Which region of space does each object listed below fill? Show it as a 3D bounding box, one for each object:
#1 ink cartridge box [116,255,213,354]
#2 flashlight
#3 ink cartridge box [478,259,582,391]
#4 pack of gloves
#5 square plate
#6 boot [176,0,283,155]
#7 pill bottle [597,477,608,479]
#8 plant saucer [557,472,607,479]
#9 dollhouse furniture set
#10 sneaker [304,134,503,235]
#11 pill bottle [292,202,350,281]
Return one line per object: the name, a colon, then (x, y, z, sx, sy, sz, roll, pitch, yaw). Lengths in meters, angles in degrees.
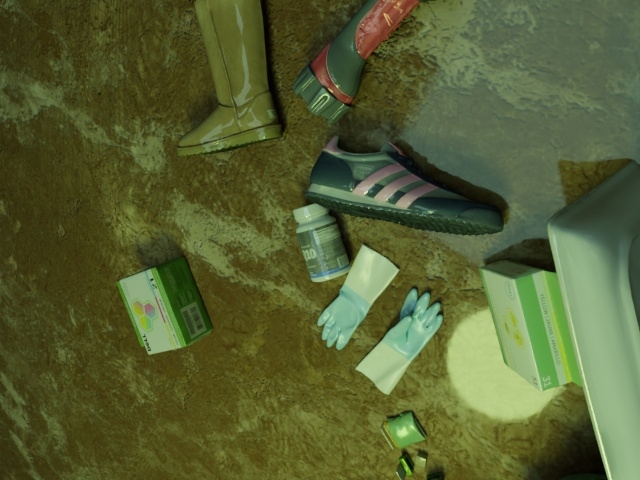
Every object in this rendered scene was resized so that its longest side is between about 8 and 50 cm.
ink cartridge box: (-0.401, 0.166, 1.104, 0.255, 0.097, 0.189, -18, 94, 29)
flashlight: (0.088, -0.318, 0.722, 0.103, 0.103, 0.304, 41, 120, -17)
ink cartridge box: (0.309, 0.125, 0.651, 0.056, 0.235, 0.171, -17, 95, -1)
pack of gloves: (0.097, 0.155, 0.871, 0.195, 0.046, 0.232, 35, 116, 14)
square plate: (0.376, 0.097, 0.538, 0.049, 0.344, 0.347, -10, 99, 47)
boot: (-0.190, -0.306, 0.881, 0.236, 0.089, 0.270, -9, 99, 19)
pill bottle: (0.416, 0.420, 0.612, 0.204, 0.204, 0.361, 44, 133, 11)
plant saucer: (0.462, 0.478, 0.770, 0.195, 0.037, 0.195, 7, 106, 26)
dollhouse furniture set: (0.171, 0.409, 0.890, 0.076, 0.058, 0.152, -33, 87, 30)
sneaker: (0.137, -0.093, 0.755, 0.319, 0.112, 0.131, 14, 82, 13)
pill bottle: (0.000, 0.000, 0.861, 0.078, 0.078, 0.137, -15, 95, 30)
